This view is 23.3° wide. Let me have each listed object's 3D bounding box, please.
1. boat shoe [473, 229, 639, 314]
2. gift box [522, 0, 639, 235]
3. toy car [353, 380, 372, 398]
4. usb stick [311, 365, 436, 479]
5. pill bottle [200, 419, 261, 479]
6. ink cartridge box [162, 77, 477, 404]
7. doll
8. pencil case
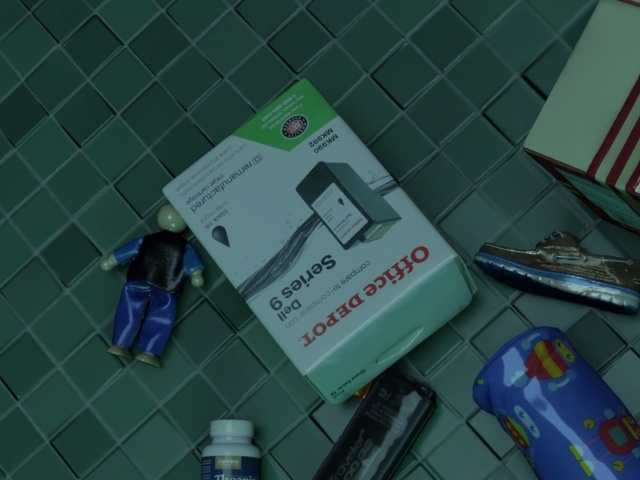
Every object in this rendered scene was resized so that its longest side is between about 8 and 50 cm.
[{"bbox_3d":[0.258,0.027,1.670,0.183,0.066,0.066,16,76,8],"label":"boat shoe"},{"bbox_3d":[0.390,-0.129,1.578,0.255,0.276,0.258,27,88,33],"label":"gift box"},{"bbox_3d":[0.051,0.120,1.710,0.060,0.040,0.122,38,89,20],"label":"toy car"},{"bbox_3d":[0.028,0.267,1.678,0.077,0.045,0.278,31,86,26],"label":"usb stick"},{"bbox_3d":[-0.098,0.259,1.701,0.067,0.067,0.120,-3,76,14],"label":"pill bottle"},{"bbox_3d":[0.000,0.000,1.689,0.211,0.121,0.289,-39,63,-2],"label":"ink cartridge box"},{"bbox_3d":[-0.196,0.045,1.792,0.129,0.046,0.189,14,81,17],"label":"doll"},{"bbox_3d":[0.274,0.230,1.581,0.306,0.119,0.133,54,137,19],"label":"pencil case"}]
